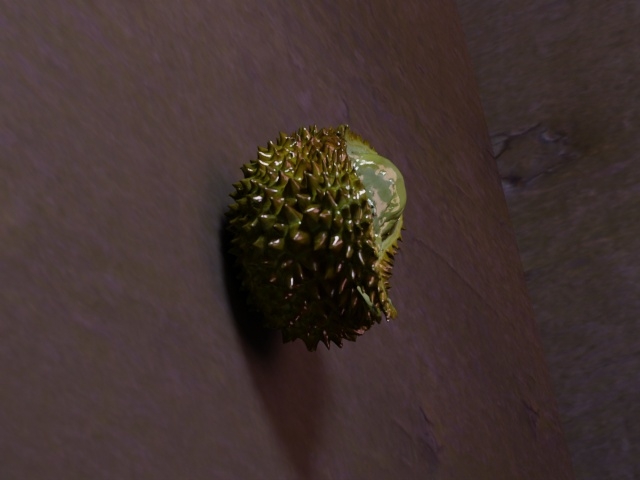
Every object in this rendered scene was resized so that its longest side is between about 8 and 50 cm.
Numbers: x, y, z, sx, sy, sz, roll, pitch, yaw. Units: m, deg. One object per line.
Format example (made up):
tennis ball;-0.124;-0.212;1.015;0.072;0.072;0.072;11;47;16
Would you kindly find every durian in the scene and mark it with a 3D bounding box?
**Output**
durian;-0.001;-0.002;1.836;0.200;0.176;0.237;49;21;-32
